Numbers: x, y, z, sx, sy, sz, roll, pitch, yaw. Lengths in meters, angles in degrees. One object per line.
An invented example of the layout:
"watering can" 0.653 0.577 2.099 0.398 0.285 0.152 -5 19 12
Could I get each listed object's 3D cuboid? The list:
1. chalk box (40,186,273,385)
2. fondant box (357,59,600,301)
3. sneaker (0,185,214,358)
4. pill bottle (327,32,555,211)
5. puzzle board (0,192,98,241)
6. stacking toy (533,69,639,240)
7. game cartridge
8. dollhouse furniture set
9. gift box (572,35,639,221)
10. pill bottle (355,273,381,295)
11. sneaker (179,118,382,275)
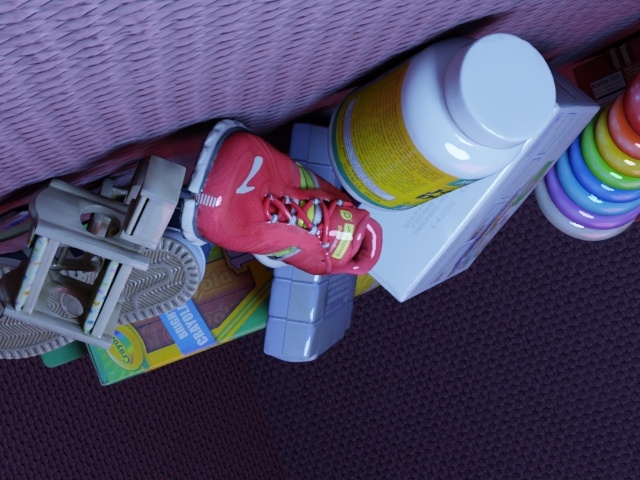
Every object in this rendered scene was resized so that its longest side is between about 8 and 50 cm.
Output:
"chalk box" -0.195 0.054 1.777 0.289 0.180 0.179 -21 179 -3
"fondant box" 0.158 -0.072 1.594 0.238 0.096 0.330 -52 169 14
"sneaker" -0.226 0.024 1.476 0.282 0.099 0.153 -12 -158 17
"pill bottle" 0.099 -0.099 1.288 0.118 0.117 0.208 -20 178 -29
"puzzle board" -0.274 -0.015 1.409 0.128 0.011 0.096 -22 177 37
"stacking toy" 0.358 -0.113 1.803 0.141 0.141 0.330 -20 167 -16
"game cartridge" 0.000 0.000 1.615 0.068 0.230 0.355 12 -177 7
"dollhouse furniture set" -0.178 -0.039 1.261 0.161 0.101 0.182 -83 -163 -47
"gift box" 0.511 -0.158 1.982 0.258 0.276 0.255 -21 -176 -24
"pill bottle" -0.037 0.007 2.064 0.188 0.187 0.334 -21 179 37
"sneaker" -0.021 -0.026 1.296 0.118 0.107 0.279 17 179 24
